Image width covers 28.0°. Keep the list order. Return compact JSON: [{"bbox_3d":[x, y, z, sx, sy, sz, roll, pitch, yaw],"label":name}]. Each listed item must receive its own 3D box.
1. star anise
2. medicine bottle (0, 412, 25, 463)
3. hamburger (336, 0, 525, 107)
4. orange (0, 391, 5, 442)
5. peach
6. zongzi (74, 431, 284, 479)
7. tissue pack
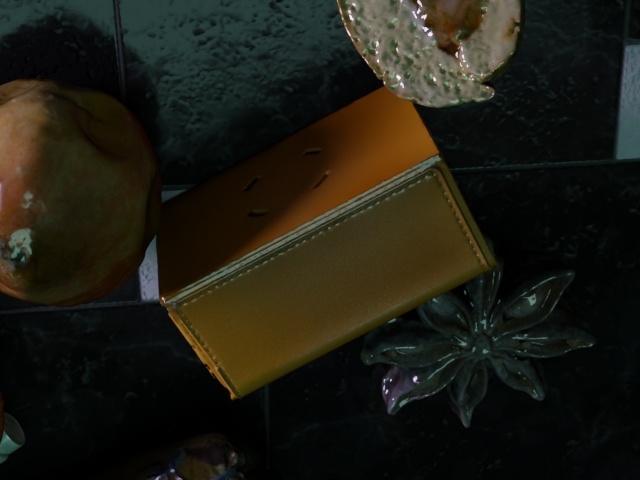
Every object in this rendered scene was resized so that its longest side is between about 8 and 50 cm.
[{"bbox_3d":[0.154,0.078,1.298,0.223,0.109,0.236,18,127,-21],"label":"star anise"},{"bbox_3d":[-0.351,0.216,1.330,0.083,0.047,0.047,-32,115,9],"label":"medicine bottle"},{"bbox_3d":[0.092,-0.251,1.090,0.162,0.209,0.329,-7,80,6],"label":"hamburger"},{"bbox_3d":[-0.418,0.161,1.222,0.234,0.182,0.234,2,117,4],"label":"orange"},{"bbox_3d":[-0.247,-0.037,1.125,0.214,0.235,0.214,-1,106,-2],"label":"peach"},{"bbox_3d":[-0.162,0.410,1.298,0.356,0.174,0.393,-25,75,4],"label":"zongzi"},{"bbox_3d":[0.000,0.000,1.192,0.275,0.194,0.145,-28,115,7],"label":"tissue pack"}]
